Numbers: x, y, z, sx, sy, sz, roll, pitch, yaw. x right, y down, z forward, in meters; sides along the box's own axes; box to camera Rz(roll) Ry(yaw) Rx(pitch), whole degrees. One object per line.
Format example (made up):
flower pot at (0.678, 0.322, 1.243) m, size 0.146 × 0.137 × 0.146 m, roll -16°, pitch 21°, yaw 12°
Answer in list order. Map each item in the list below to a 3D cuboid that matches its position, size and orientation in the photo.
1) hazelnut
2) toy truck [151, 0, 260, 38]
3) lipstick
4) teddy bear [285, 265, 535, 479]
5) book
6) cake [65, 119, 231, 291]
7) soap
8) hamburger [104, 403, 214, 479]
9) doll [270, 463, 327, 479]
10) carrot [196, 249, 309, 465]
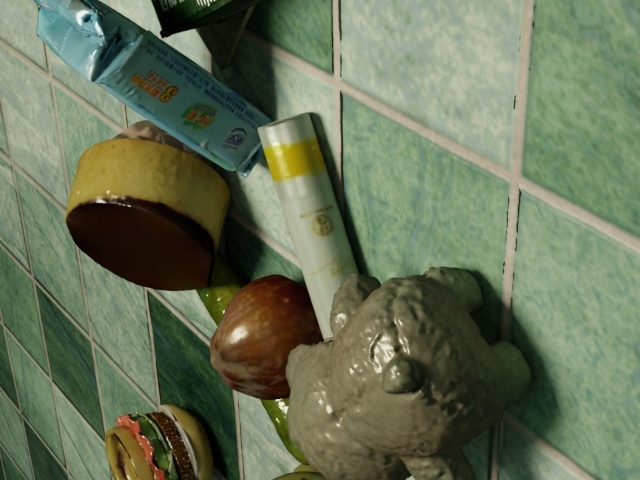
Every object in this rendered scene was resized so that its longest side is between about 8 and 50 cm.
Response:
hazelnut at (-0.057, 0.108, 1.295) m, size 0.143 × 0.143 × 0.154 m, roll 59°, pitch 167°, yaw 15°
toy truck at (-0.090, -0.286, 1.120) m, size 0.259 × 0.088 × 0.121 m, roll -8°, pitch 102°, yaw 60°
lipstick at (0.000, 0.000, 1.217) m, size 0.059 × 0.059 × 0.264 m, roll -3°, pitch 106°, yaw 59°
teddy bear at (0.070, 0.142, 1.098) m, size 0.236 × 0.151 × 0.267 m, roll 60°, pitch 149°, yaw 18°
book at (-0.110, -0.292, 1.249) m, size 0.138 × 0.016 × 0.198 m, roll 59°, pitch 149°, yaw 16°
cake at (-0.194, -0.059, 1.416) m, size 0.208 × 0.178 × 0.185 m, roll 37°, pitch 143°, yaw -23°
soap at (-0.174, -0.170, 1.236) m, size 0.156 × 0.293 × 0.077 m, roll 37°, pitch 94°, yaw 41°
hamburger at (-0.231, 0.323, 1.730) m, size 0.175 × 0.137 × 0.175 m, roll 45°, pitch 145°, yaw 45°
doll at (0.002, 0.389, 1.351) m, size 0.260 × 0.177 × 0.161 m, roll 49°, pitch 150°, yaw 27°
carrot at (-0.082, 0.117, 1.425) m, size 0.358 × 0.074 × 0.074 m, roll 56°, pitch 148°, yaw 27°
